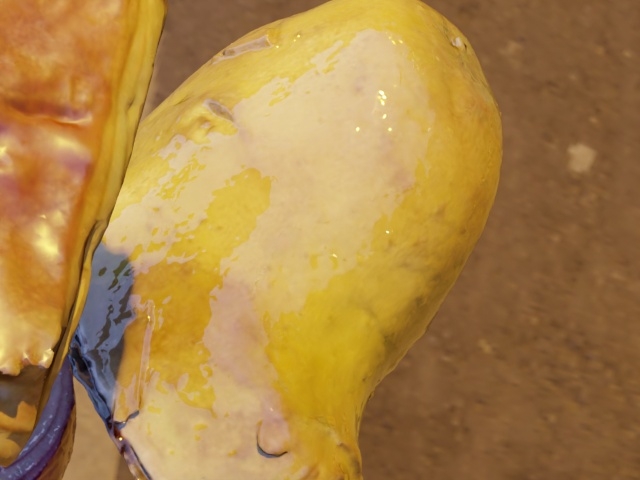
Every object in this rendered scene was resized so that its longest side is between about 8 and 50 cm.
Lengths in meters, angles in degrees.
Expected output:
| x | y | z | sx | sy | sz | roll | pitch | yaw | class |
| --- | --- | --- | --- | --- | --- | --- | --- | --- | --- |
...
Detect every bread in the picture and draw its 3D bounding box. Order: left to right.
| x | y | z | sx | sy | sz | roll | pitch | yaw | class |
| --- | --- | --- | --- | --- | --- | --- | --- | --- | --- |
| -0.260 | -0.067 | 1.076 | 0.191 | 0.314 | 0.370 | -33 | 44 | 56 | bread |

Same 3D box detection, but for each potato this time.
| x | y | z | sx | sy | sz | roll | pitch | yaw | class |
| --- | --- | --- | --- | --- | --- | --- | --- | --- | --- |
| 0.000 | 0.000 | 1.428 | 0.296 | 0.290 | 0.397 | -33 | 36 | 22 | potato |

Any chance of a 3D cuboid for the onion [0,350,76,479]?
| x | y | z | sx | sy | sz | roll | pitch | yaw | class |
| --- | --- | --- | --- | --- | --- | --- | --- | --- | --- |
| -0.293 | 0.146 | 1.543 | 0.206 | 0.216 | 0.207 | 65 | 158 | 6 | onion |
